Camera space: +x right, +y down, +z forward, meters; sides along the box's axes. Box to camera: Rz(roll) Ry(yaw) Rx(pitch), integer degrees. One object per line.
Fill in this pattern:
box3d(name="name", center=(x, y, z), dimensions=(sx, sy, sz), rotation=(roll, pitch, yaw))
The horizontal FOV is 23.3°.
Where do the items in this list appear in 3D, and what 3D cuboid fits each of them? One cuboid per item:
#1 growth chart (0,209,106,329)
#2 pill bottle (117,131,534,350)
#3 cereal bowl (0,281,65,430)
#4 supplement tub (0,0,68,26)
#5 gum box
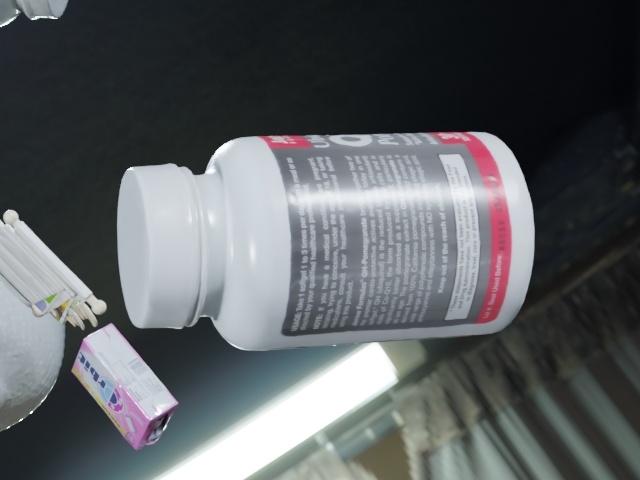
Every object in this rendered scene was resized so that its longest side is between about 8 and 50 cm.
box3d(name="growth chart", center=(-0.328, 0.037, 1.752), dimensions=(0.021, 0.172, 0.237), rotation=(-47, 16, -23))
box3d(name="pill bottle", center=(0.000, 0.000, 1.287), dimensions=(0.319, 0.176, 0.176), rotation=(-3, -37, -19))
box3d(name="cereal bowl", center=(-0.513, 0.164, 2.099), dimensions=(0.339, 0.141, 0.339), rotation=(-6, -45, -6))
box3d(name="supplement tub", center=(-0.459, -0.369, 1.799), dimensions=(0.325, 0.235, 0.235), rotation=(5, -32, 1))
box3d(name="gum box", center=(-0.319, 0.243, 2.541), dimensions=(0.062, 0.188, 0.107), rotation=(-31, -18, -36))
